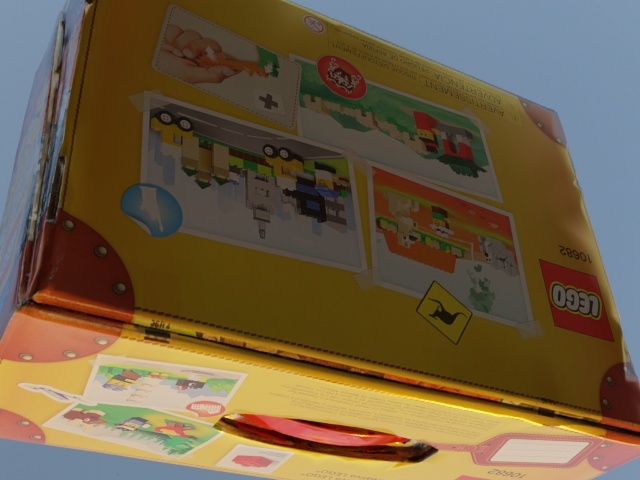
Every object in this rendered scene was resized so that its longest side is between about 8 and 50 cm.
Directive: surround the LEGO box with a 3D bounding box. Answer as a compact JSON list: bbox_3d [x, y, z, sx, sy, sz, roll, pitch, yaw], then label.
[{"bbox_3d":[0.000,0.000,0.725,0.500,0.193,0.373,16,-130,-24],"label":"LEGO box"}]
